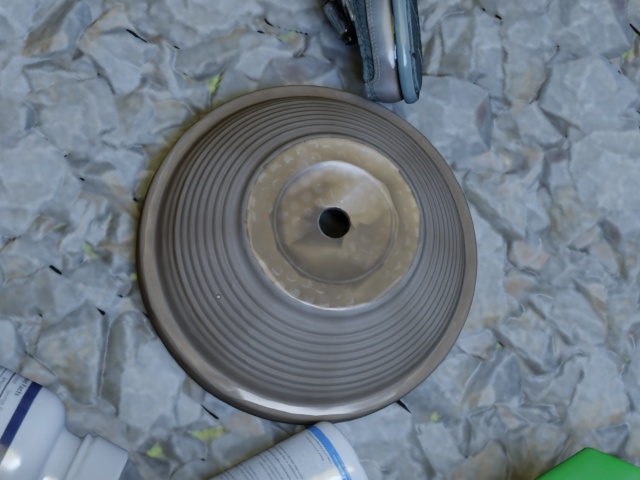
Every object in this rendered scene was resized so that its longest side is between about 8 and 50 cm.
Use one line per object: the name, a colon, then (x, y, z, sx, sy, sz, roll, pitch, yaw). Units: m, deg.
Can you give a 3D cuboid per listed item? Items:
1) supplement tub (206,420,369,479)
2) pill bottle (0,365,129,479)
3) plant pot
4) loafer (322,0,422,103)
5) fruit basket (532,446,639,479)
supplement tub: (-0.026, 0.170, 1.039, 0.107, 0.071, 0.071, -25, 83, -16)
pill bottle: (-0.220, 0.129, 0.988, 0.186, 0.112, 0.112, 27, 74, -5)
plant pot: (0.000, 0.000, 1.064, 0.237, 0.110, 0.237, 3, 77, -12)
loafer: (0.021, -0.217, 1.139, 0.084, 0.096, 0.267, -7, 71, 7)
fruit basket: (0.182, 0.346, 0.889, 0.392, 0.283, 0.392, -7, 39, 5)
